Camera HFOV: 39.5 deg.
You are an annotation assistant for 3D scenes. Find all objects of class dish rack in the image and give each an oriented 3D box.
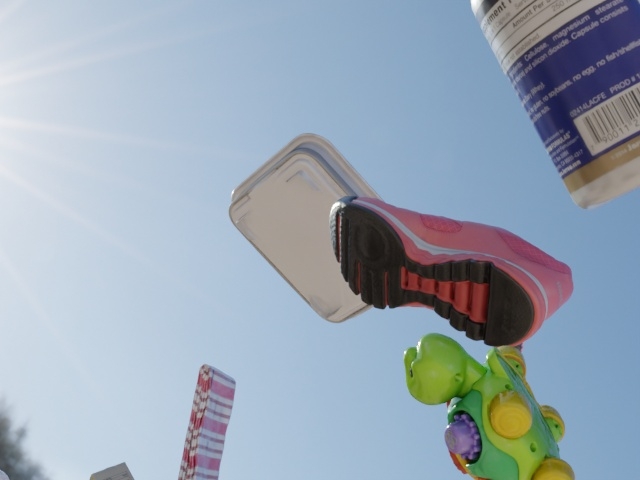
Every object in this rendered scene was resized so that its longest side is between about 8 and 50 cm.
[{"bbox_3d":[0.000,0.000,1.572,0.333,0.072,0.285,48,-46,-8],"label":"dish rack"}]

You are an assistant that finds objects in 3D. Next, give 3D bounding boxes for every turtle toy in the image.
[{"bbox_3d":[0.104,0.109,0.556,0.066,0.095,0.130,-32,-82,17],"label":"turtle toy"}]

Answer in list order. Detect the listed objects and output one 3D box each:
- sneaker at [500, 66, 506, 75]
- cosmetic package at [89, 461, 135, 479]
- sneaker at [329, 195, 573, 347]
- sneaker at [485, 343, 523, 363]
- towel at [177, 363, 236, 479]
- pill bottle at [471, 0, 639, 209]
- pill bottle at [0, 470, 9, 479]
[{"bbox_3d":[0.343,-0.200,1.173,0.146,0.122,0.330,30,8,33],"label":"sneaker"},{"bbox_3d":[-0.300,0.399,1.347,0.115,0.060,0.041,53,-46,28],"label":"cosmetic package"},{"bbox_3d":[0.143,0.025,1.019,0.314,0.136,0.115,26,-58,40],"label":"sneaker"},{"bbox_3d":[0.323,0.209,1.606,0.047,0.057,0.119,38,-59,37],"label":"sneaker"},{"bbox_3d":[-0.157,0.283,1.276,0.029,0.197,0.144,6,-15,11],"label":"towel"},{"bbox_3d":[0.212,-0.170,0.696,0.153,0.153,0.264,-34,-101,53],"label":"pill bottle"},{"bbox_3d":[-0.559,0.278,1.089,0.334,0.188,0.188,22,-35,15],"label":"pill bottle"}]
